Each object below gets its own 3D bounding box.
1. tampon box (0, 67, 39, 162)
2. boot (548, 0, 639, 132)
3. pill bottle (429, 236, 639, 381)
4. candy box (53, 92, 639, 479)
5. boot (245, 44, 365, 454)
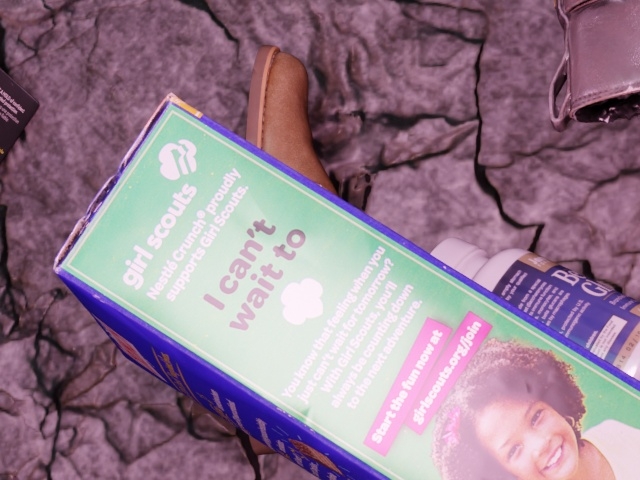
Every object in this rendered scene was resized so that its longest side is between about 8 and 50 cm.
[{"bbox_3d":[-0.339,-0.092,1.159,0.101,0.120,0.161,27,79,27],"label":"tampon box"},{"bbox_3d":[0.227,-0.183,0.748,0.263,0.091,0.229,-19,68,15],"label":"boot"},{"bbox_3d":[0.147,0.061,0.931,0.169,0.094,0.094,26,79,27],"label":"pill bottle"},{"bbox_3d":[0.025,0.080,0.809,0.317,0.268,0.122,30,78,7],"label":"candy box"},{"bbox_3d":[0.000,0.000,1.016,0.115,0.112,0.305,-6,74,6],"label":"boot"}]
